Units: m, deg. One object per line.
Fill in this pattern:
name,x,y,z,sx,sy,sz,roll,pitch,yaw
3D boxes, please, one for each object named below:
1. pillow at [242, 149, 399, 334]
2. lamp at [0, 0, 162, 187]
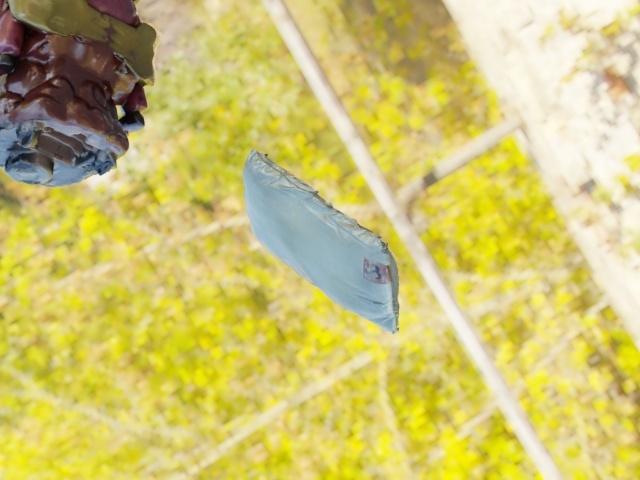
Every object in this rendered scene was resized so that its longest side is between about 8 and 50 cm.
pillow,0.000,0.000,1.553,0.229,0.051,0.128,35,148,37
lamp,-0.167,-0.162,1.031,0.118,0.118,0.253,71,-159,-68
